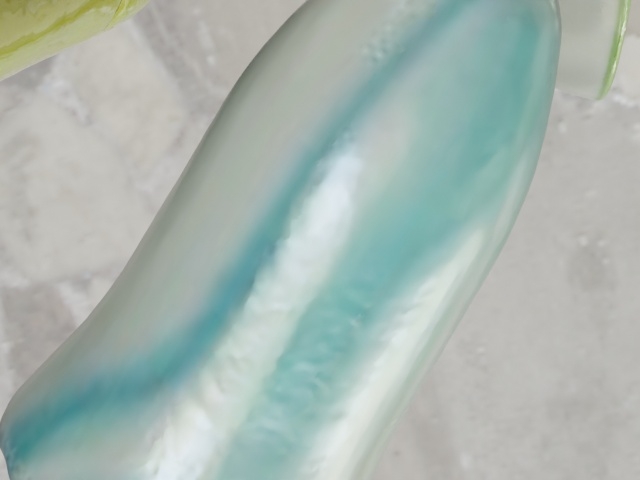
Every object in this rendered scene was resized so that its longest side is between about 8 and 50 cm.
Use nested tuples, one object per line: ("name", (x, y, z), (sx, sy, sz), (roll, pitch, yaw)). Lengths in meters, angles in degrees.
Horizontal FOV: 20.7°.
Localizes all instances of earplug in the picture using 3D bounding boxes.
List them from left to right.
("earplug", (0.000, 0.000, 0.797), (0.185, 0.324, 0.185), (25, 25, -12))

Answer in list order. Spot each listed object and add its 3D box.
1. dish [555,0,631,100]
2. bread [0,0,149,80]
("dish", (0.156, -0.266, 1.286), (0.324, 0.124, 0.324), (3, 90, -87))
("bread", (-0.241, -0.216, 1.071), (0.251, 0.208, 0.376), (33, 27, 8))
